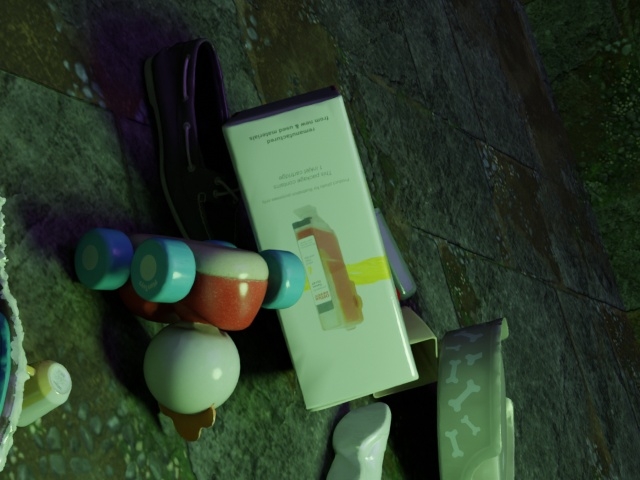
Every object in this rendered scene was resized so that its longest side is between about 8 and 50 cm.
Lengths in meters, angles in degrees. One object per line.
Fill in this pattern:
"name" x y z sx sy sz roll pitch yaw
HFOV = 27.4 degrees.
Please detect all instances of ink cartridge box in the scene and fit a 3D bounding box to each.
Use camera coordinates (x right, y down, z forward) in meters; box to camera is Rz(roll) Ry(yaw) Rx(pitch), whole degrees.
"ink cartridge box" 0.000 0.000 1.776 0.279 0.160 0.385 -101 176 -81

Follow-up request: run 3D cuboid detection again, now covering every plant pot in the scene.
"plant pot" 0.119 0.168 2.085 0.109 0.109 0.096 83 -10 -45

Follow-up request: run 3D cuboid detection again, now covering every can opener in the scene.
"can opener" 0.059 -0.016 2.215 0.095 0.076 0.283 -30 98 -33

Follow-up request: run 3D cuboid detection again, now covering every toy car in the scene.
"toy car" -0.164 0.116 1.558 0.219 0.210 0.238 7 91 -47

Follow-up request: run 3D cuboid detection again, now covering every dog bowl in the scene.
"dog bowl" 0.255 0.300 2.133 0.349 0.102 0.349 -2 90 -78

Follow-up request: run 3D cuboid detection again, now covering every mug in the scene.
"mug" -0.295 0.152 1.345 0.078 0.064 0.062 2 67 -62

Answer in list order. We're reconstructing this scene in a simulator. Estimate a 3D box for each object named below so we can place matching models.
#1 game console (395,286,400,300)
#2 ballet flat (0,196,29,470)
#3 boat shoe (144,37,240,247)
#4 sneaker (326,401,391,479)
"game console" 0.052 0.093 2.054 0.144 0.124 0.085 -73 156 -55
"ballet flat" -0.340 0.080 1.252 0.147 0.147 0.409 34 40 -50
"boat shoe" -0.161 -0.126 1.813 0.112 0.095 0.335 15 55 -59
"sneaker" 0.060 0.328 1.907 0.094 0.080 0.212 66 29 -29
